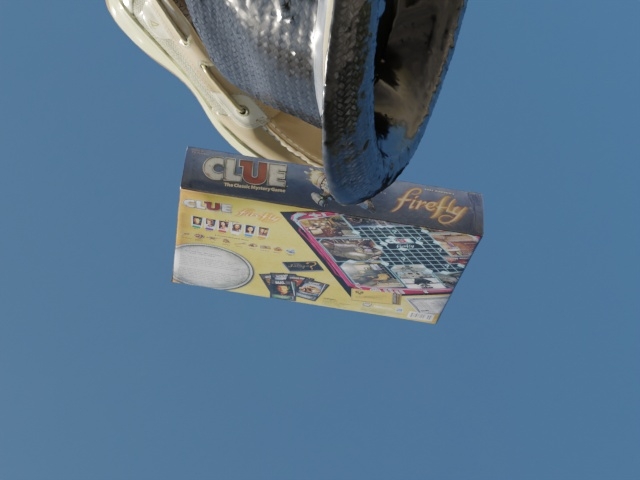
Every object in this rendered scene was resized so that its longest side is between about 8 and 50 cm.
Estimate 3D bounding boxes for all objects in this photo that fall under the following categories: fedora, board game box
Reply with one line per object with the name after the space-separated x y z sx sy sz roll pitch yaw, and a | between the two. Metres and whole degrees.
0.004 -0.196 0.772 0.152 0.334 0.334 16 -111 15 | fedora
0.000 0.000 1.024 0.243 0.165 0.042 9 -120 -5 | board game box

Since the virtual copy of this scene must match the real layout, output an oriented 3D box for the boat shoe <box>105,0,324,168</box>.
-0.060 -0.160 1.100 0.302 0.098 0.109 42 -115 -13 | boat shoe
